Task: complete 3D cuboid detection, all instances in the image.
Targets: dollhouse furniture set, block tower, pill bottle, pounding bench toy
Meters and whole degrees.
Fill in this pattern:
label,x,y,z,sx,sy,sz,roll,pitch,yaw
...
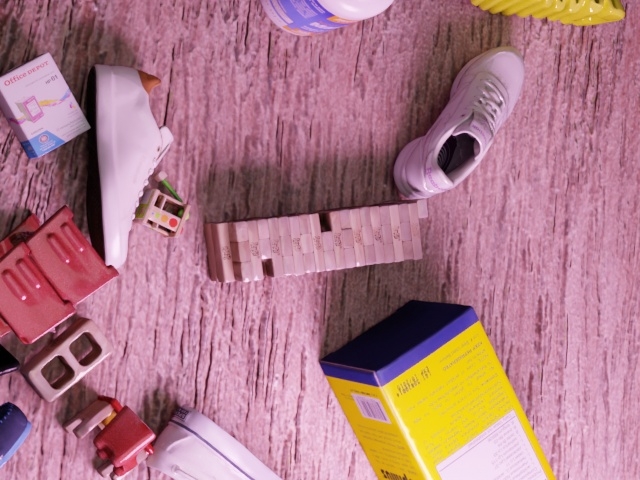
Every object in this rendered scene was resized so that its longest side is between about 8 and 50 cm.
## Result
label,x,y,z,sx,sy,sz,roll,pitch,yaw
dollhouse furniture set,-0.317,0.148,1.814,0.152,0.201,0.374,-41,107,-21
block tower,0.000,0.000,2.024,0.335,0.091,0.097,-9,95,-25
pill bottle,0.027,-0.386,1.931,0.152,0.272,0.152,0,91,-25
pounding bench toy,-0.221,-0.051,1.938,0.065,0.052,0.083,26,80,-24

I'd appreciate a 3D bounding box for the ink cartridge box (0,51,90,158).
label,x,y,z,sx,sy,sz,roll,pitch,yaw
ink cartridge box,-0.390,-0.187,1.856,0.088,0.052,0.122,-33,103,-21

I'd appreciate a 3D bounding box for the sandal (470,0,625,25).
label,x,y,z,sx,sy,sz,roll,pitch,yaw
sandal,0.358,-0.434,2.181,0.317,0.126,0.138,2,86,-34

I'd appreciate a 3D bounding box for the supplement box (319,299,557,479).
label,x,y,z,sx,sy,sz,roll,pitch,yaw
supplement box,0.186,0.295,2.059,0.194,0.195,0.357,-31,103,-22

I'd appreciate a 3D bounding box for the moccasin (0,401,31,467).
label,x,y,z,sx,sy,sz,roll,pitch,yaw
moccasin,-0.537,0.316,1.747,0.342,0.137,0.117,-40,102,-21

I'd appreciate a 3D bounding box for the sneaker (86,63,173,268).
label,x,y,z,sx,sy,sz,roll,pitch,yaw
sneaker,-0.263,-0.101,1.887,0.123,0.106,0.290,1,89,-23

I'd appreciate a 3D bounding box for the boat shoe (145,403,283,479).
label,x,y,z,sx,sy,sz,roll,pitch,yaw
boat shoe,-0.108,0.410,1.953,0.367,0.136,0.156,43,73,-17

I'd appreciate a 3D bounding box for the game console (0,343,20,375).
label,x,y,z,sx,sy,sz,roll,pitch,yaw
game console,-0.478,0.176,1.792,0.107,0.122,0.071,-17,130,-42

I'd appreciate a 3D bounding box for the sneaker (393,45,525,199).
label,x,y,z,sx,sy,sz,roll,pitch,yaw
sneaker,0.247,-0.183,2.106,0.114,0.152,0.305,41,72,-18
